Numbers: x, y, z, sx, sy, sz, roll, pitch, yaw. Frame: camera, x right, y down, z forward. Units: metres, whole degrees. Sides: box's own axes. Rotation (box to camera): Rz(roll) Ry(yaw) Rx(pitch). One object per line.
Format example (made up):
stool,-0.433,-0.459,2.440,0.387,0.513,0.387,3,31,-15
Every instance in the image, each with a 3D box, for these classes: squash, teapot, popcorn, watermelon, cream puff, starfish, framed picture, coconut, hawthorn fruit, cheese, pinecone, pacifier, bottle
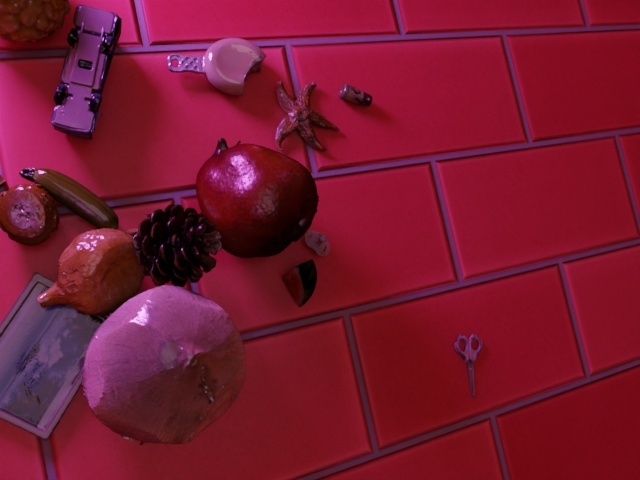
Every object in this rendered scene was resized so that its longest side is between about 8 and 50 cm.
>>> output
squash,-0.592,-0.107,1.423,0.252,0.066,0.066,37,71,-12
teapot,-0.520,0.057,1.385,0.167,0.203,0.311,19,44,24
popcorn,-0.708,-0.596,1.379,0.258,0.224,0.270,44,77,8
watermelon,-0.061,0.114,1.602,0.094,0.125,0.136,8,97,10
cream puff,-0.671,-0.058,1.366,0.126,0.103,0.144,-18,88,-10
starfish,-0.054,-0.349,1.689,0.227,0.043,0.241,36,73,-12
framed picture,-0.643,0.265,1.367,0.232,0.024,0.315,32,71,-13
coconut,-0.343,0.275,1.302,0.346,0.360,0.347,5,78,-21
hawthorn fruit,-0.166,-0.096,1.482,0.311,0.295,0.295,21,73,9
cheese,-0.279,-0.491,1.607,0.248,0.071,0.164,18,76,-17
pinecone,-0.321,0.012,1.375,0.207,0.207,0.208,4,80,-21
pacifier,0.000,0.000,1.640,0.083,0.064,0.068,41,52,-11
bottle,0.108,-0.431,1.761,0.101,0.047,0.063,15,66,-20

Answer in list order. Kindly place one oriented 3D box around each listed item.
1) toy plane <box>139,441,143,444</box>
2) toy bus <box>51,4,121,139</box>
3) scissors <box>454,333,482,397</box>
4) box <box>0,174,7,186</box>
toy plane,-0.403,0.434,1.430,0.049,0.031,0.121,48,71,-14
toy bus,-0.570,-0.400,1.446,0.112,0.138,0.317,13,78,-14
scissors,0.451,0.377,1.782,0.100,0.015,0.189,-2,83,-24
box,-0.782,-0.152,1.381,0.051,0.023,0.082,-42,97,-21
